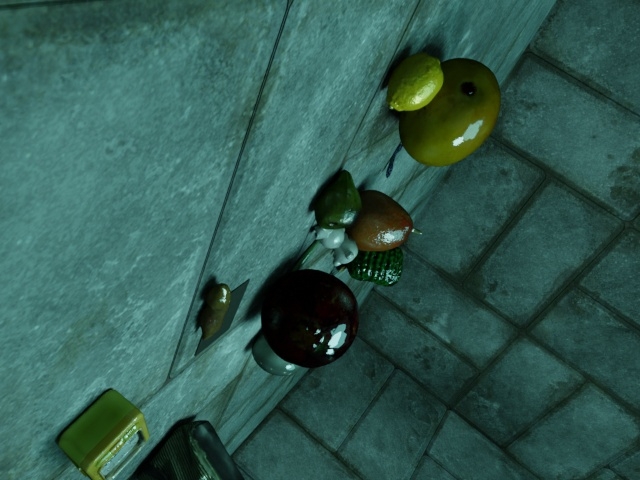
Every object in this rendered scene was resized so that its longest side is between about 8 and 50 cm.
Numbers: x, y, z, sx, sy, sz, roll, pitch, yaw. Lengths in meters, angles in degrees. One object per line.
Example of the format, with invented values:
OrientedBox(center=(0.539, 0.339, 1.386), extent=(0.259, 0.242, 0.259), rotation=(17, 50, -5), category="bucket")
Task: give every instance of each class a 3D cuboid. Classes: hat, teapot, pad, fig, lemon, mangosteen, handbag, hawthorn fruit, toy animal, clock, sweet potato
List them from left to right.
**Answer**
OrientedBox(center=(-0.422, 0.396, 1.075), extent=(0.143, 0.096, 0.202), rotation=(-49, 168, -32), category="clock")
OrientedBox(center=(-0.392, 0.754, 1.678), extent=(0.240, 0.340, 0.247), rotation=(-33, 170, -6), category="handbag")
OrientedBox(center=(-0.232, 0.155, 1.197), extent=(0.065, 0.051, 0.218), rotation=(-46, 167, -43), category="sweet potato")
OrientedBox(center=(-0.247, 0.195, 1.361), extent=(0.143, 0.003, 0.211), rotation=(-38, 160, -50), category="pad")
OrientedBox(center=(-0.119, 0.318, 1.818), extent=(0.250, 0.184, 0.183), rotation=(-69, 164, 13), category="teapot")
OrientedBox(center=(-0.026, 0.224, 1.587), extent=(0.311, 0.311, 0.311), rotation=(-49, 167, -16), category="mangosteen")
OrientedBox(center=(0.045, -0.020, 1.609), extent=(0.131, 0.181, 0.127), rotation=(-48, -152, -9), category="toy animal")
OrientedBox(center=(0.045, -0.108, 1.407), extent=(0.123, 0.123, 0.156), rotation=(14, 74, -76), category="fig")
OrientedBox(center=(0.236, 0.015, 2.227), extent=(0.274, 0.242, 0.332), rotation=(153, -48, -81), category="hat")
OrientedBox(center=(0.203, -0.052, 1.733), extent=(0.199, 0.251, 0.199), rotation=(14, 90, -84), category="hawthorn fruit")
OrientedBox(center=(0.216, -0.365, 1.260), extent=(0.155, 0.114, 0.114), rotation=(-43, 169, 7), category="lemon")

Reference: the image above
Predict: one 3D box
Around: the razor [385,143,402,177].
OrientedBox(center=(0.255, -0.280, 1.817), extent=(0.154, 0.028, 0.044), rotation=(-59, 166, 22), category="razor")

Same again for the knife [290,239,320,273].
OrientedBox(center=(-0.002, -0.001, 1.675), extent=(0.293, 0.020, 0.043), rotation=(-51, 165, -13), category="knife")

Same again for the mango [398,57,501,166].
OrientedBox(center=(0.346, -0.350, 1.487), extent=(0.300, 0.232, 0.445), rotation=(-57, -179, 15), category="mango")

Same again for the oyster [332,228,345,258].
OrientedBox(center=(0.085, -0.005, 1.940), extent=(0.199, 0.061, 0.106), rotation=(-61, -177, 41), category="oyster")

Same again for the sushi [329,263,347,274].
OrientedBox(center=(0.097, 0.111, 2.302), extent=(0.139, 0.031, 0.201), rotation=(-59, 166, 27), category="sushi")
